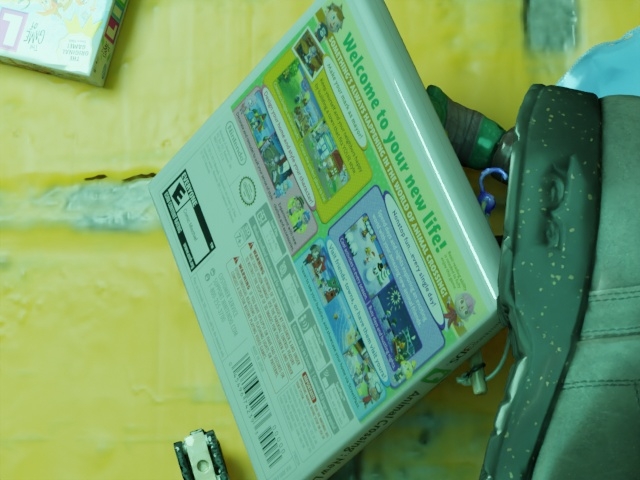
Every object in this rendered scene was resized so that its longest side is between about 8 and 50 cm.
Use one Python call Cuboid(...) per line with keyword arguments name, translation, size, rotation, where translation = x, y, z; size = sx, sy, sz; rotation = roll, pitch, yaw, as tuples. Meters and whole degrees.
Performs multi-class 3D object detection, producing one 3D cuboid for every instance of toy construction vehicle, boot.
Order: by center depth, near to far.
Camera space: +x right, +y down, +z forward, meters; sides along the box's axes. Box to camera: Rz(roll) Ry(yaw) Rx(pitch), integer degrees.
Cuboid(name="boot", translation=(0.179, 0.100, 0.850), size=(0.222, 0.118, 0.338), rotation=(6, 94, 5))
Cuboid(name="toy construction vehicle", translation=(-0.030, 0.125, 1.074), size=(0.086, 0.035, 0.098), rotation=(-20, 73, 0))

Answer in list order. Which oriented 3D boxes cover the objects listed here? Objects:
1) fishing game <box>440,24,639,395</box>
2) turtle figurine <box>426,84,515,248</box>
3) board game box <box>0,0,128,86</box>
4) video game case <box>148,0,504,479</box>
Cuboid(name="fishing game", translation=(0.183, -0.024, 0.934), size=(0.264, 0.041, 0.189), rotation=(-7, 79, 16))
Cuboid(name="turtle figurine", translation=(0.158, -0.003, 1.015), size=(0.234, 0.118, 0.175), rotation=(10, 74, 10))
Cuboid(name="board game box", translation=(-0.187, -0.158, 1.164), size=(0.154, 0.026, 0.103), rotation=(14, 82, 14))
Cuboid(name="video game case", translation=(0.000, 0.000, 1.022), size=(0.193, 0.023, 0.212), rotation=(-44, 55, 35))
